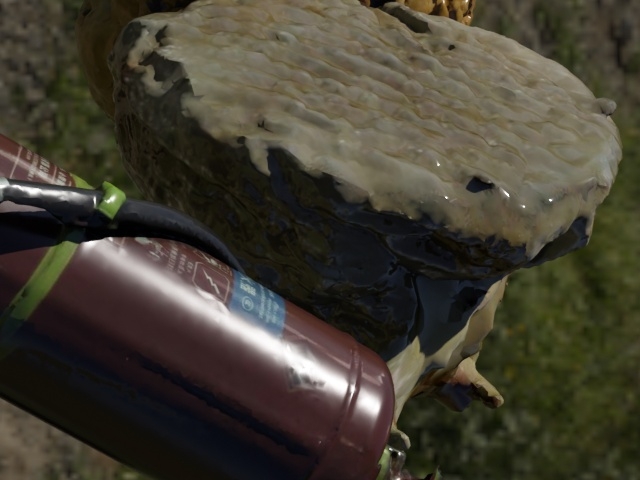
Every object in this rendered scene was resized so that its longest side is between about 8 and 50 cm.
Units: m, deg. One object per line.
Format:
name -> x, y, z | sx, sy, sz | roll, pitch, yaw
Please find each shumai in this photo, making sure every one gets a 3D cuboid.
shumai -> 0.000, 0.000, 1.153 | 0.267, 0.314, 0.262 | -94, -159, -57

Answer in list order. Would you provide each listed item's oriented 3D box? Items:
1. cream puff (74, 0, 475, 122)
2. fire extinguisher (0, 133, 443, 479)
cream puff -> -0.037, -0.189, 1.464 | 0.327, 0.343, 0.231 | 53, 9, -31
fire extinguisher -> -0.072, 0.038, 0.759 | 0.341, 0.141, 0.105 | 30, 85, -15
